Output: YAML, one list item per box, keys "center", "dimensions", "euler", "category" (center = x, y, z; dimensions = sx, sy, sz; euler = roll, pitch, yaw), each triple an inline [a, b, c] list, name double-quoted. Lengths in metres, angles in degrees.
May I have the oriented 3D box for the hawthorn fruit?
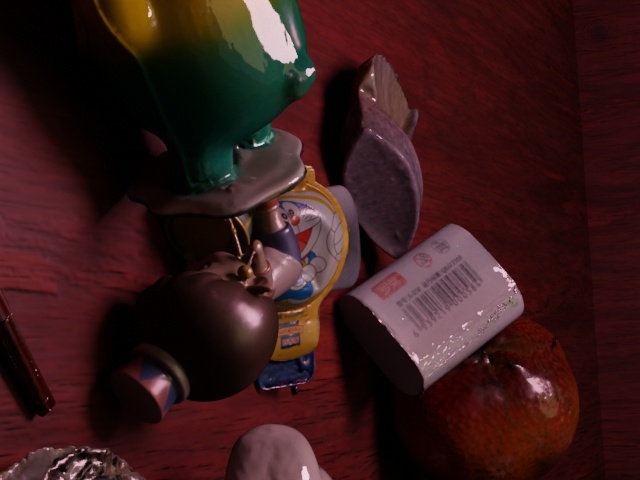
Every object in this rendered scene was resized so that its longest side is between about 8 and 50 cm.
- center: [0.240, 0.276, 2.106]
  dimensions: [0.368, 0.285, 0.284]
  euler: [95, 8, -49]
  category: "hawthorn fruit"

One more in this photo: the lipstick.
- center: [-0.266, 0.083, 1.187]
  dimensions: [0.027, 0.027, 0.176]
  euler: [-67, 147, -49]
  category: "lipstick"

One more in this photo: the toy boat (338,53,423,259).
- center: [0.086, -0.148, 2.011]
  dimensions: [0.276, 0.111, 0.293]
  euler: [64, 20, -54]
  category: "toy boat"

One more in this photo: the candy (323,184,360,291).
- center: [0.000, 0.000, 1.791]
  dimensions: [0.174, 0.071, 0.138]
  euler: [-11, 96, -68]
  category: "candy"

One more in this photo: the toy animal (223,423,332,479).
- center: [-0.051, 0.372, 1.403]
  dimensions: [0.258, 0.194, 0.357]
  euler: [-30, 119, -62]
  category: "toy animal"

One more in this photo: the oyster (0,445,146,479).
- center: [-0.172, 0.318, 1.230]
  dimensions: [0.162, 0.158, 0.351]
  euler: [-42, 118, -21]
  category: "oyster"

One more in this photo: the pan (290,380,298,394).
- center: [-0.035, 0.142, 1.738]
  dimensions: [0.068, 0.023, 0.115]
  euler: [-59, 139, -57]
  category: "pan"

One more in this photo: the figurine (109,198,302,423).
- center: [-0.115, 0.067, 1.414]
  dimensions: [0.158, 0.161, 0.275]
  euler: [32, 39, -11]
  category: "figurine"

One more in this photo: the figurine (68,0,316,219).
- center: [-0.121, -0.212, 1.341]
  dimensions: [0.323, 0.232, 0.340]
  euler: [-53, 139, -52]
  category: "figurine"

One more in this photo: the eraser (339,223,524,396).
- center: [0.159, 0.095, 1.958]
  dimensions: [0.227, 0.081, 0.174]
  euler: [-33, 79, -36]
  category: "eraser"

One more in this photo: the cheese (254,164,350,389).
- center: [-0.037, 0.045, 1.659]
  dimensions: [0.177, 0.069, 0.270]
  euler: [-7, 106, -36]
  category: "cheese"
